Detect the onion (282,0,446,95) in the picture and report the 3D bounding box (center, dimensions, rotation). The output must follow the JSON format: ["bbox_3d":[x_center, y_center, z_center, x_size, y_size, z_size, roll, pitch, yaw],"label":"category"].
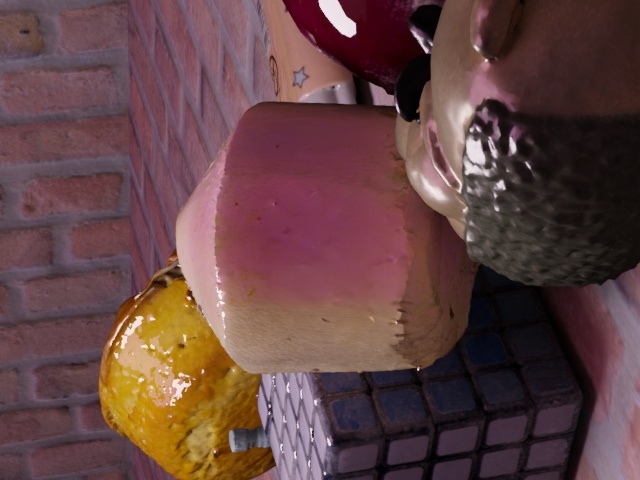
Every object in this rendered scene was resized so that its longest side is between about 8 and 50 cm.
[{"bbox_3d":[0.077,-0.267,1.436,0.282,0.260,0.337,109,151,-71],"label":"onion"}]

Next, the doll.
[{"bbox_3d":[0.165,-0.092,1.216,0.349,0.247,0.247,81,176,-64],"label":"doll"}]

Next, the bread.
[{"bbox_3d":[-0.114,0.156,2.317,0.204,0.336,0.358,43,146,32],"label":"bread"}]

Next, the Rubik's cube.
[{"bbox_3d":[0.085,0.153,1.623,0.238,0.237,0.237,96,161,-45],"label":"Rubik's cube"}]

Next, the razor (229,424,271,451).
[{"bbox_3d":[0.015,0.206,1.931,0.068,0.232,0.106,163,99,-73],"label":"razor"}]

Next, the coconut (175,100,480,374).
[{"bbox_3d":[0.000,0.000,1.451,0.233,0.245,0.233,2,-90,-69],"label":"coconut"}]

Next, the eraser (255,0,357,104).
[{"bbox_3d":[-0.018,-0.234,2.170,0.171,0.087,0.291,105,156,-62],"label":"eraser"}]
